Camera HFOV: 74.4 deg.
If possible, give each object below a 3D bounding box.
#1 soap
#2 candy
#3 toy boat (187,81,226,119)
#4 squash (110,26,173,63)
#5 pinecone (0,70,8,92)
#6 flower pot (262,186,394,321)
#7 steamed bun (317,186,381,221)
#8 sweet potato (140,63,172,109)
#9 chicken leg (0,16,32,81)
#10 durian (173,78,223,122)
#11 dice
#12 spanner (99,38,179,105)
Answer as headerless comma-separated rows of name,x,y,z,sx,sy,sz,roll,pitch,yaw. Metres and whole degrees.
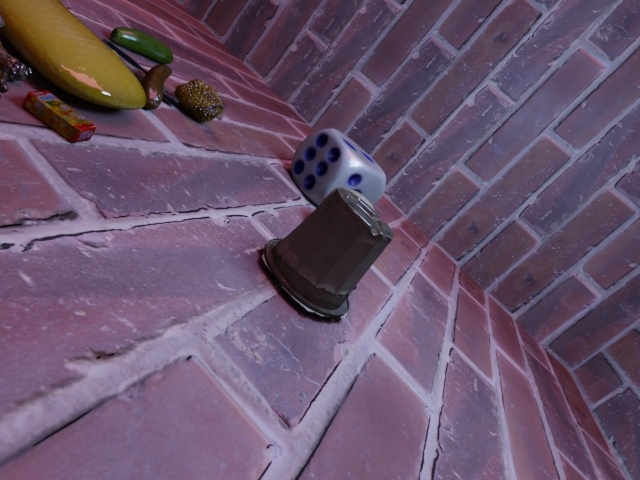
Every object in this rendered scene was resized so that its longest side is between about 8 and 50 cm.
soap,-0.634,-0.478,1.067,0.427,0.115,0.306,46,15,9
candy,-0.542,-0.258,0.881,0.122,0.038,0.062,38,19,-11
toy boat,-0.465,-0.563,1.666,0.188,0.061,0.116,18,31,-50
squash,-0.679,-0.758,1.640,0.082,0.082,0.293,47,19,14
pinecone,-0.593,-0.272,0.639,0.195,0.150,0.179,15,32,-54
flower pot,0.037,0.022,1.073,0.290,0.259,0.290,38,18,-15
steamed bun,0.084,-0.072,1.459,0.155,0.200,0.250,16,29,-50
sweet potato,-0.524,-0.496,1.333,0.075,0.075,0.273,30,33,-31
chicken leg,-0.695,-0.417,0.863,0.125,0.080,0.196,-19,72,-54
durian,-0.426,-0.499,1.504,0.168,0.137,0.158,32,40,-4
dice,0.077,-0.283,1.804,0.305,0.277,0.304,19,32,-46
spanner,-0.611,-0.564,1.414,0.325,0.040,0.095,39,20,-6
